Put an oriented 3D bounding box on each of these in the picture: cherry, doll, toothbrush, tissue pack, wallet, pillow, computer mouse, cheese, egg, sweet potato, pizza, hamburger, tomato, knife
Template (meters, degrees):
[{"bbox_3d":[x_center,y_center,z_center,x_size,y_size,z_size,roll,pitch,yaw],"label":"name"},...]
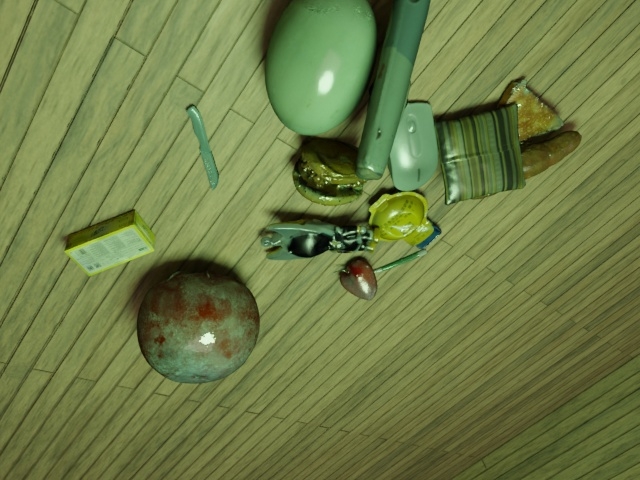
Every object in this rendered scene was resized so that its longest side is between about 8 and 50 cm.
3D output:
[{"bbox_3d":[0.113,0.116,1.312,0.106,0.087,0.126,-20,107,26],"label":"cherry"},{"bbox_3d":[0.001,-0.003,1.166,0.316,0.103,0.145,1,171,-8],"label":"doll"},{"bbox_3d":[0.209,0.082,1.363,0.257,0.018,0.024,-23,134,3],"label":"toothbrush"},{"bbox_3d":[-0.502,0.006,1.060,0.176,0.062,0.095,-22,133,1],"label":"tissue pack"},{"bbox_3d":[0.132,-0.287,0.834,0.083,0.252,0.360,15,96,4],"label":"wallet"},{"bbox_3d":[0.392,-0.207,1.075,0.212,0.052,0.208,-13,105,-2],"label":"pillow"},{"bbox_3d":[0.225,-0.224,1.083,0.128,0.079,0.231,-20,127,-5],"label":"computer mouse"},{"bbox_3d":[0.239,-0.048,1.232,0.270,0.069,0.177,29,116,-36],"label":"cheese"},{"bbox_3d":[0.000,-0.337,0.834,0.203,0.203,0.283,8,128,-22],"label":"egg"},{"bbox_3d":[0.516,-0.200,1.172,0.354,0.106,0.095,-27,105,-2],"label":"sweet potato"},{"bbox_3d":[0.525,-0.308,1.116,0.195,0.052,0.185,3,120,-13],"label":"pizza"},{"bbox_3d":[0.030,-0.158,1.023,0.177,0.185,0.113,22,124,15],"label":"hamburger"},{"bbox_3d":[-0.317,0.222,1.158,0.316,0.282,0.317,-6,151,-4],"label":"tomato"},{"bbox_3d":[-0.260,-0.204,0.991,0.028,0.015,0.210,-18,132,-11],"label":"knife"}]
